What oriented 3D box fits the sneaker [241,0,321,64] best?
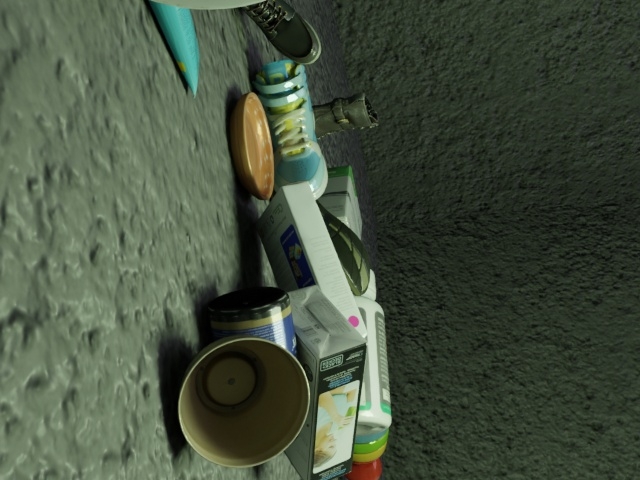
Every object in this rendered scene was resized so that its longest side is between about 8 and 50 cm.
[{"bbox_3d":[-0.098,-0.426,1.317,0.222,0.083,0.118,46,17,6],"label":"sneaker"}]

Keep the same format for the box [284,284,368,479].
[{"bbox_3d":[-0.015,0.240,1.123,0.169,0.087,0.290,43,-41,46],"label":"box"}]

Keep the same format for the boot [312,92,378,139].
[{"bbox_3d":[0.031,-0.281,1.705,0.263,0.229,0.091,49,36,-73],"label":"boot"}]

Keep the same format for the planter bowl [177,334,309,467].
[{"bbox_3d":[-0.106,0.191,0.882,0.109,0.162,0.162,-160,-119,-71],"label":"planter bowl"}]

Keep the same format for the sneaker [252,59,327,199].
[{"bbox_3d":[-0.070,-0.239,1.399,0.208,0.127,0.319,75,2,-50],"label":"sneaker"}]

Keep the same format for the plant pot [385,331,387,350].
[{"bbox_3d":[0.106,0.294,1.985,0.167,0.165,0.167,-5,90,-80],"label":"plant pot"}]

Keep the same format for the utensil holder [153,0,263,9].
[{"bbox_3d":[-0.117,-0.481,0.687,0.327,0.327,0.385,65,23,-63],"label":"utensil holder"}]

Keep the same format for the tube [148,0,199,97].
[{"bbox_3d":[-0.194,-0.294,0.939,0.207,0.052,0.080,78,15,-60],"label":"tube"}]

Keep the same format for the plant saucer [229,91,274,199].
[{"bbox_3d":[-0.128,-0.172,1.275,0.200,0.037,0.200,-7,90,-80],"label":"plant saucer"}]

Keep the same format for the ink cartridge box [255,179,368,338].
[{"bbox_3d":[-0.011,0.097,1.207,0.176,0.069,0.371,-46,-120,61],"label":"ink cartridge box"}]

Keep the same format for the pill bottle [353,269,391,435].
[{"bbox_3d":[0.049,0.246,1.557,0.204,0.204,0.361,65,21,-62],"label":"pill bottle"}]

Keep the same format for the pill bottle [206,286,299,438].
[{"bbox_3d":[-0.091,0.188,1.008,0.123,0.123,0.219,-57,140,-75],"label":"pill bottle"}]

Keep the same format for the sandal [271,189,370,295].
[{"bbox_3d":[0.000,-0.002,1.508,0.303,0.086,0.120,47,38,-6],"label":"sandal"}]

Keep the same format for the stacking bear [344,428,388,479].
[{"bbox_3d":[0.108,0.548,1.900,0.175,0.164,0.289,-73,160,-66],"label":"stacking bear"}]

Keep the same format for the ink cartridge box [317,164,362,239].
[{"bbox_3d":[0.040,-0.048,1.934,0.289,0.121,0.211,-81,162,-56],"label":"ink cartridge box"}]
